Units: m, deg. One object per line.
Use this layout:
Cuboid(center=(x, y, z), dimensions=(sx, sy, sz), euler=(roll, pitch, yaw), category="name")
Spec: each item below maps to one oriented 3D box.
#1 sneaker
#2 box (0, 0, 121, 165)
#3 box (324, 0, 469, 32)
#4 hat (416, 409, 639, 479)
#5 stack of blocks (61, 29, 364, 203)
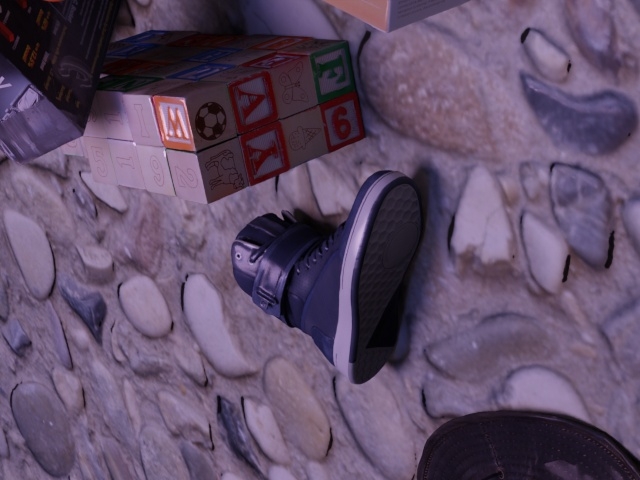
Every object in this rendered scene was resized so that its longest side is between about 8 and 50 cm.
Cuboid(center=(-0.001, 0.001, 1.230), dimensions=(0.163, 0.086, 0.226), euler=(39, 139, 28), category="sneaker")
Cuboid(center=(-0.269, -0.252, 1.177), dimensions=(0.076, 0.307, 0.242), euler=(-22, 131, 27), category="box")
Cuboid(center=(0.039, -0.256, 1.014), dimensions=(0.130, 0.091, 0.171), euler=(32, 134, 38), category="box")
Cuboid(center=(0.156, 0.295, 1.167), dimensions=(0.331, 0.134, 0.331), euler=(30, 132, 40), category="hat")
Cuboid(center=(-0.127, -0.116, 1.248), dimensions=(0.297, 0.171, 0.087), euler=(12, 120, 49), category="stack of blocks")
